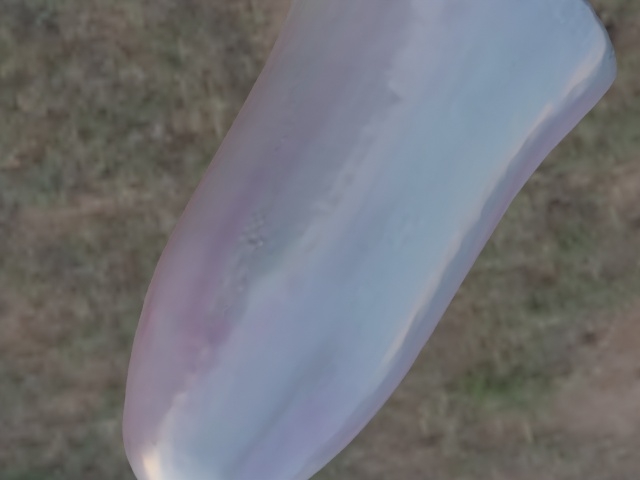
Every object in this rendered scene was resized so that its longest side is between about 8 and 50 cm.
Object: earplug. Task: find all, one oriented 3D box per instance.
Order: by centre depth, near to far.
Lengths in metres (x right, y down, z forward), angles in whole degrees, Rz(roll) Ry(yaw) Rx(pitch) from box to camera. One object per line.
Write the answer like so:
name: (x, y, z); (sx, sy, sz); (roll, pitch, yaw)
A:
earplug: (0.000, 0.000, 0.941); (0.172, 0.301, 0.172); (29, 164, 9)
